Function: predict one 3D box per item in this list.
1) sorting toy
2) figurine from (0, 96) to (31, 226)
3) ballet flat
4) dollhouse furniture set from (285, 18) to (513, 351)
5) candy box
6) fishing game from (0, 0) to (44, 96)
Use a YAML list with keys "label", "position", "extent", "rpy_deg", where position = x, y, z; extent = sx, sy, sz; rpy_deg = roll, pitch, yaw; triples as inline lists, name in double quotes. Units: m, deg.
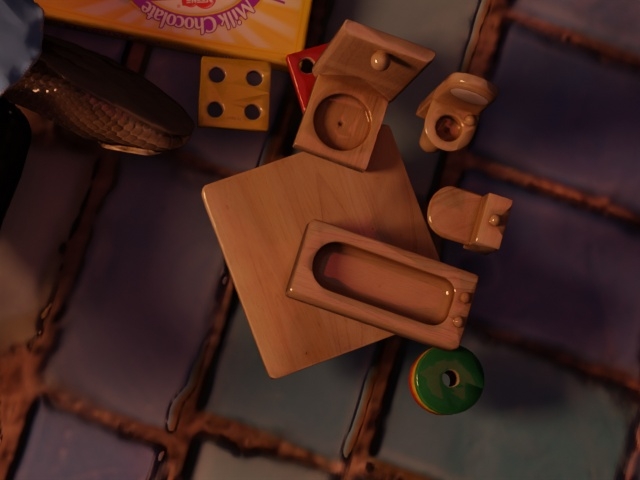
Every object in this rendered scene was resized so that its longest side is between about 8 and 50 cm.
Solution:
- label: "sorting toy"
  position: [0.000, 0.000, 1.182]
  extent: [0.132, 0.046, 0.275]
  rpy_deg: [-20, 87, -12]
- label: "figurine"
  position: [-0.294, -0.002, 1.065]
  extent: [0.215, 0.092, 0.209]
  rpy_deg: [12, 56, -11]
- label: "ballet flat"
  position: [-0.202, -0.106, 1.153]
  extent: [0.250, 0.084, 0.058]
  rpy_deg: [22, 107, -4]
- label: "dollhouse furniture set"
  position: [0.050, -0.029, 1.106]
  extent: [0.144, 0.123, 0.151]
  rpy_deg: [19, 80, -6]
- label: "candy box"
  position: [-0.104, -0.182, 1.199]
  extent: [0.205, 0.027, 0.105]
  rpy_deg: [10, 84, -8]
- label: "fishing game"
  position: [-0.262, -0.131, 1.080]
  extent: [0.189, 0.041, 0.264]
  rpy_deg: [23, 48, 2]
